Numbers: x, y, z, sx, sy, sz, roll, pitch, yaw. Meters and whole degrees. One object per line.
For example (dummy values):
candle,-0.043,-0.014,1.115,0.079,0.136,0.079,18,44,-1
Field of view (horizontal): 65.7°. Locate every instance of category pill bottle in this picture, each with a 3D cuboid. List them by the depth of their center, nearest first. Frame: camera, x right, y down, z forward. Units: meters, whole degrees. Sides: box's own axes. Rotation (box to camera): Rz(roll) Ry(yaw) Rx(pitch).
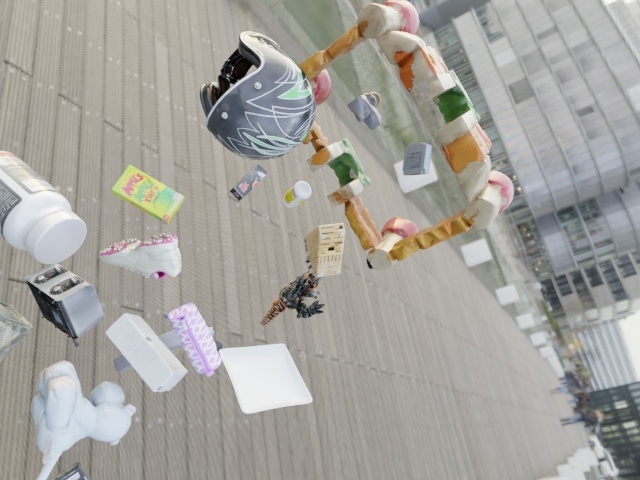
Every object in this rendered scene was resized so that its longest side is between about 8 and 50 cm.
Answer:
pill bottle,-0.057,-0.104,1.151,0.043,0.083,0.043,9,71,-27
pill bottle,-0.916,-0.099,1.531,0.363,0.210,0.210,37,17,15

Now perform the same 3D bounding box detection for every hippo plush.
hippo plush,-0.626,0.457,1.340,0.236,0.234,0.294,10,28,-38

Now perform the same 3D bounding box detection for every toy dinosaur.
toy dinosaur,-0.096,0.232,1.990,0.164,0.218,0.322,35,77,-22

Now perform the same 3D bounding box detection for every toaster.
toaster,-0.709,0.174,1.385,0.110,0.168,0.186,-40,142,-40

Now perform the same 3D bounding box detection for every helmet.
helmet,-0.088,-0.196,0.718,0.169,0.169,0.162,30,35,-57

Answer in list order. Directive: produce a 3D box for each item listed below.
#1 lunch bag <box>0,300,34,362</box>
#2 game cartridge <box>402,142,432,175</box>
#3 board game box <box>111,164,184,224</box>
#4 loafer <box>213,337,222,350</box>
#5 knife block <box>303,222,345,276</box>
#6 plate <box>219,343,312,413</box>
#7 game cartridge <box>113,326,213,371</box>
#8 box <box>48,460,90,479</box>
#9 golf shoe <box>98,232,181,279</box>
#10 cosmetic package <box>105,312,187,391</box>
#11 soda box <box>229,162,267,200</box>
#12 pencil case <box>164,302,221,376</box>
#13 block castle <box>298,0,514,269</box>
lunch bag,-1.019,0.258,1.386,0.169,0.235,0.287,31,-17,23
game cartridge,0.169,-0.143,0.867,0.083,0.017,0.056,-161,-107,-73
board game box,-0.504,-0.133,1.456,0.181,0.043,0.092,31,71,-7
loafer,-0.536,0.483,2.292,0.061,0.170,0.062,107,-5,-46
knife block,0.000,0.000,1.734,0.242,0.088,0.276,-115,-158,-49
plate,-0.201,0.494,1.773,0.277,0.045,0.278,3,36,-35
game cartridge,-0.520,0.354,1.621,0.198,0.297,0.062,-1,66,-65
box,-0.713,0.737,1.328,0.220,0.051,0.175,-29,102,-28
golf shoe,-0.554,0.063,1.520,0.115,0.306,0.140,-44,123,-56
cosmetic package,-0.499,0.323,1.429,0.231,0.085,0.117,43,-7,13
soda box,-0.292,-0.239,2.026,0.060,0.053,0.169,47,57,-14
pencil case,-0.349,0.273,1.383,0.088,0.086,0.206,26,-38,64
block castle,0.142,-0.197,0.959,0.453,0.303,0.213,59,32,-5
